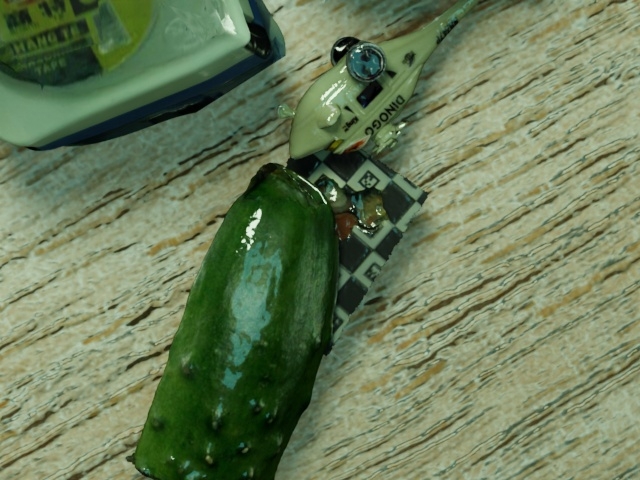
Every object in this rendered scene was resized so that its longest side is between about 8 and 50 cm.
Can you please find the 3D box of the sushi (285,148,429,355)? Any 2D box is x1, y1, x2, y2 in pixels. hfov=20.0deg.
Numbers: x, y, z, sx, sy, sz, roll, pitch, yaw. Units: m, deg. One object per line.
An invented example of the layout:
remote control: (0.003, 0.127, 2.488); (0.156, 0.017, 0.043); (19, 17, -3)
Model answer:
sushi: (0.000, 0.000, 1.784); (0.139, 0.031, 0.201); (34, 99, 7)

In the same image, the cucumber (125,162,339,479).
cucumber: (-0.070, 0.093, 1.741); (0.145, 0.105, 0.325); (22, 100, 11)

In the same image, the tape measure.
tape measure: (-0.198, -0.224, 1.602); (0.259, 0.138, 0.262); (-22, 91, 10)

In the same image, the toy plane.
toy plane: (0.081, -0.172, 1.727); (0.286, 0.092, 0.108); (-45, 104, -3)
